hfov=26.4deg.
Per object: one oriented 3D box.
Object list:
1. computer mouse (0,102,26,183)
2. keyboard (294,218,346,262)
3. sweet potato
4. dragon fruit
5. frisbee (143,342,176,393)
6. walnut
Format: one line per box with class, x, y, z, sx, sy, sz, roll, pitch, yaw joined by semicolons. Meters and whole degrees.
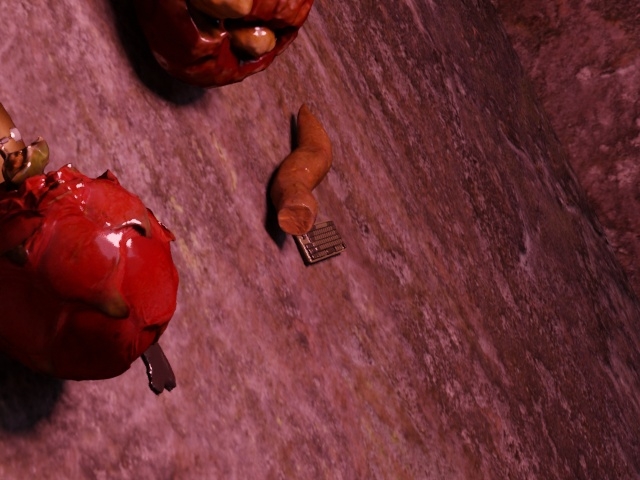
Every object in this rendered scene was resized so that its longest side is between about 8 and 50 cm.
computer mouse;-0.298;-0.070;1.157;0.102;0.045;0.199;65;23;-9
keyboard;0.000;0.000;1.793;0.049;0.015;0.129;67;22;3
sweet potato;-0.022;-0.092;1.779;0.067;0.059;0.281;25;28;-6
dragon fruit;-0.199;0.027;1.108;0.172;0.172;0.209;-82;154;-52
frisbee;-0.181;0.060;1.333;0.187;0.012;0.211;66;21;-2
walnut;-0.134;-0.324;1.568;0.269;0.221;0.244;60;10;25
